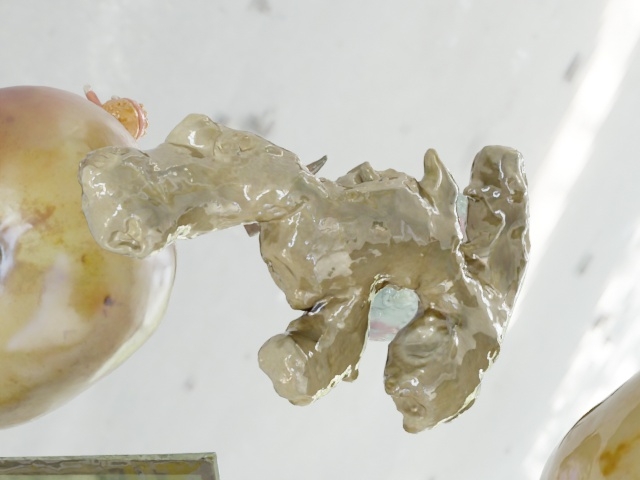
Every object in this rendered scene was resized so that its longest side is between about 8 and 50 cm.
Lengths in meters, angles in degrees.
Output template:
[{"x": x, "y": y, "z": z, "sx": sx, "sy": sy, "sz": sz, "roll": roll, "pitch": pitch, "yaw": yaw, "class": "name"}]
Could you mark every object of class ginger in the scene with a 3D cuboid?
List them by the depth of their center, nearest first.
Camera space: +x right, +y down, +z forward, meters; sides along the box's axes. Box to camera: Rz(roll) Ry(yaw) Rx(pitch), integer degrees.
[{"x": 0.002, "y": 0.016, "z": 0.880, "sx": 0.258, "sy": 0.065, "sz": 0.149, "roll": 6, "pitch": 76, "yaw": -34, "class": "ginger"}]

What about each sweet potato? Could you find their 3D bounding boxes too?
[{"x": -0.039, "y": -0.052, "z": 1.916, "sx": 0.117, "sy": 0.049, "sz": 0.049, "roll": -37, "pitch": 157, "yaw": 7, "class": "sweet potato"}]

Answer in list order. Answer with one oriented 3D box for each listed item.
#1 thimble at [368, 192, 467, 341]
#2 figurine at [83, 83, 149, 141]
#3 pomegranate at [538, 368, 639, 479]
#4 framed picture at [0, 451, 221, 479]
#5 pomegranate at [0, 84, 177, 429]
[{"x": 0.103, "y": 0.031, "z": 2.087, "sx": 0.149, "sy": 0.211, "sz": 0.185, "roll": 4, "pitch": 106, "yaw": -23, "class": "thimble"}, {"x": -0.187, "y": -0.097, "z": 1.527, "sx": 0.047, "sy": 0.109, "sz": 0.064, "roll": -12, "pitch": 102, "yaw": -39, "class": "figurine"}, {"x": 0.290, "y": 0.200, "z": 0.912, "sx": 0.411, "sy": 0.411, "sz": 0.411, "roll": -43, "pitch": 152, "yaw": -29, "class": "pomegranate"}, {"x": -0.126, "y": 0.245, "z": 1.163, "sx": 0.173, "sy": 0.231, "sz": 0.010, "roll": 4, "pitch": 155, "yaw": -28, "class": "framed picture"}, {"x": -0.227, "y": 0.010, "z": 1.356, "sx": 0.252, "sy": 0.229, "sz": 0.270, "roll": -41, "pitch": -178, "yaw": 6, "class": "pomegranate"}]
